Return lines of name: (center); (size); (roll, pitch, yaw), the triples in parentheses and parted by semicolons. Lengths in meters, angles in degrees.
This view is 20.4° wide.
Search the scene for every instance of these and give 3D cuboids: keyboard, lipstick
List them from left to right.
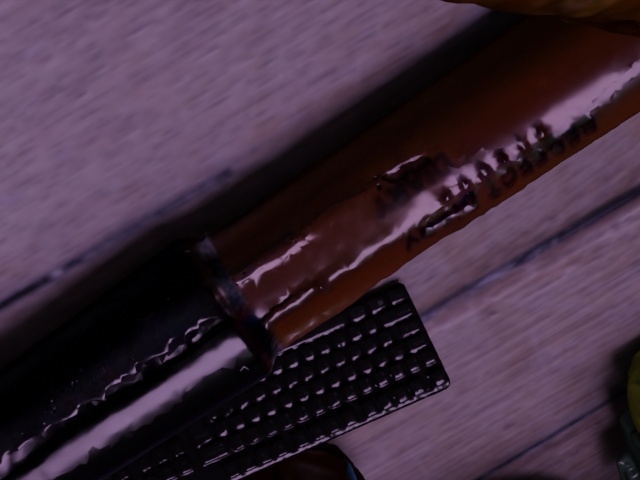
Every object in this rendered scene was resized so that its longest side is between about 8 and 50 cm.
keyboard: (-0.037, 0.087, 0.897); (0.204, 0.061, 0.013); (-22, 166, -13)
lipstick: (0.000, 0.000, 0.822); (0.418, 0.077, 0.077); (-34, 140, 1)

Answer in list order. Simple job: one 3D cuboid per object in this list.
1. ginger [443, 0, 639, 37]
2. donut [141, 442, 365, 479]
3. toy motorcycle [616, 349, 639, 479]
ginger: (0.129, -0.186, 0.645); (0.418, 0.176, 0.254); (2, 121, -37)
donut: (-0.060, 0.208, 0.975); (0.230, 0.096, 0.216); (-45, 139, 14)
toy motorcycle: (0.355, 0.114, 1.075); (0.326, 0.200, 0.191); (-29, 139, -2)
